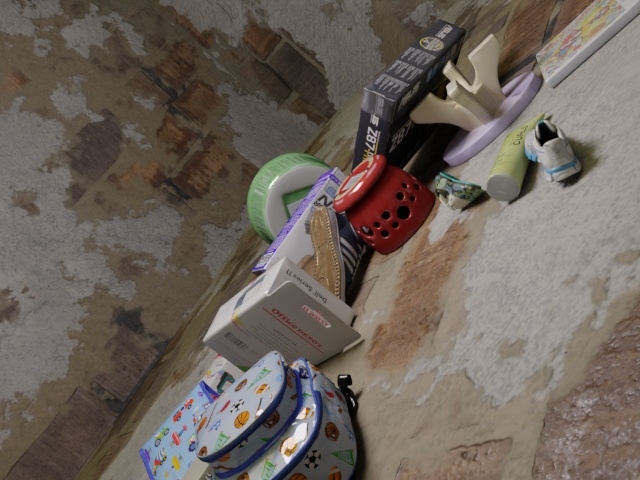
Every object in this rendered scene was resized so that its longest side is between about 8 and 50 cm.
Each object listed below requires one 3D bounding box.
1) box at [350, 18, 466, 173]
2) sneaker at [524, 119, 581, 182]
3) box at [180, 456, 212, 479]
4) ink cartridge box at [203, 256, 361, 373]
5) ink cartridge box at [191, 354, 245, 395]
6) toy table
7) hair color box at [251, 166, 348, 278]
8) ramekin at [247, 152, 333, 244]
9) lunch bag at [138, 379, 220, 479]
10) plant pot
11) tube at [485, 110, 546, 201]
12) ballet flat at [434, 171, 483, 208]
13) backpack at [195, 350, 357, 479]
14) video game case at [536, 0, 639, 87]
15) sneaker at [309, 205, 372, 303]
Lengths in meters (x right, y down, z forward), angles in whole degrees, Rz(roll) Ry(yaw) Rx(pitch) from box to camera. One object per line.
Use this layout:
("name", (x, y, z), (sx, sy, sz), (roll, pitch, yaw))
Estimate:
("box", (0.219, -0.334, 1.688), (0.395, 0.097, 0.318), (-48, -23, -37))
("sneaker", (0.381, -0.170, 1.111), (0.071, 0.083, 0.191), (-25, 21, 11))
("box", (-0.223, 0.504, 1.240), (0.275, 0.113, 0.094), (-57, 15, -21))
("ink cartridge box", (-0.074, 0.174, 1.432), (0.353, 0.207, 0.119), (-37, 20, 43))
("ink cartridge box", (-0.265, 0.377, 1.796), (0.231, 0.078, 0.134), (-57, 14, -27))
("toy table", (0.343, -0.318, 1.509), (0.274, 0.161, 0.252), (-46, 14, 14))
("hair color box", (0.000, 0.000, 1.715), (0.339, 0.185, 0.110), (-55, 15, -18))
("ramekin", (-0.055, -0.103, 1.961), (0.303, 0.303, 0.148), (-51, 21, -2))
("lunch bag", (-0.262, 0.478, 1.448), (0.221, 0.138, 0.293), (-49, 22, -4))
("plant pot", (0.141, -0.093, 1.540), (0.191, 0.174, 0.191), (-45, 13, 13))
("tube", (0.364, -0.164, 1.245), (0.070, 0.062, 0.240), (11, 42, 23))
("ballet flat", (0.279, -0.095, 1.354), (0.070, 0.070, 0.188), (-49, 11, 5))
("backpack", (-0.066, 0.322, 1.042), (0.276, 0.213, 0.263), (-47, 24, 3))
("video game case", (0.562, -0.440, 1.407), (0.227, 0.026, 0.206), (-43, 15, 29))
("sneaker", (0.063, 0.059, 1.583), (0.099, 0.153, 0.282), (-33, 52, 41))
